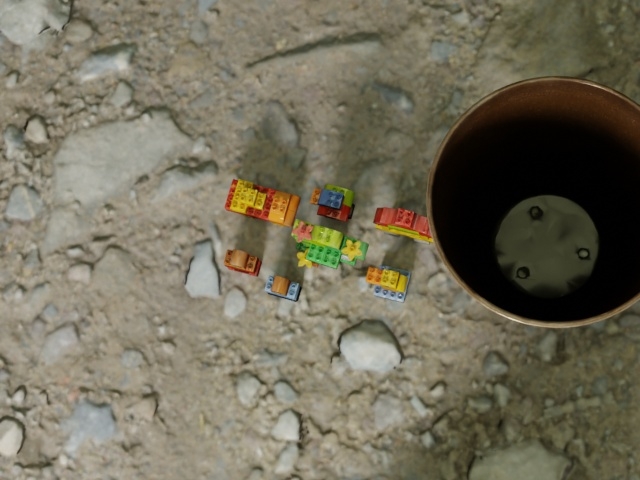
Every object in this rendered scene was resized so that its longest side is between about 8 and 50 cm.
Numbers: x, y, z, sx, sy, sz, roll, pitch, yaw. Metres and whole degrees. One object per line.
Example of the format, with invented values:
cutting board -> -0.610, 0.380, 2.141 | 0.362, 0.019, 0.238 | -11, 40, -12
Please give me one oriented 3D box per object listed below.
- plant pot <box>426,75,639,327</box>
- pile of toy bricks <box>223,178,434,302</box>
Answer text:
plant pot -> 0.207, -0.013, 1.402 | 0.215, 0.230, 0.215 | -1, 79, 5
pile of toy bricks -> 0.000, 0.000, 1.486 | 0.212, 0.105, 0.118 | 14, 82, 9
